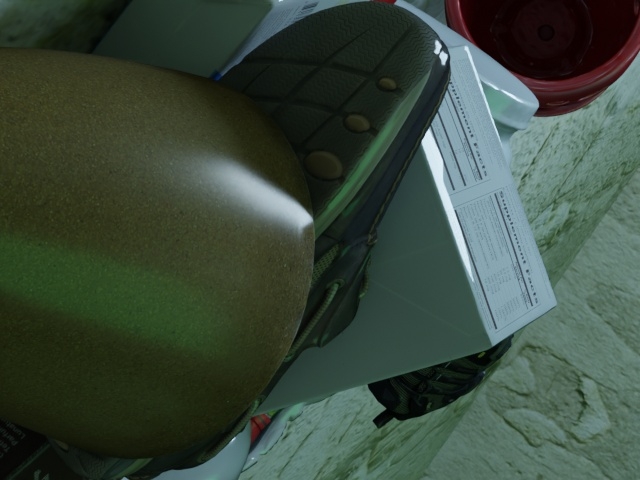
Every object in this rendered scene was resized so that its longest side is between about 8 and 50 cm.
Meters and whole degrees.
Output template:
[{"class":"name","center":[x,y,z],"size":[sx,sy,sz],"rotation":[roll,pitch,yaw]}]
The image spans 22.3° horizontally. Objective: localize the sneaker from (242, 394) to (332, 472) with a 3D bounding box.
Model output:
[{"class":"sneaker","center":[-0.078,0.148,1.737],"size":[0.279,0.107,0.118],"rotation":[-40,133,-15]}]

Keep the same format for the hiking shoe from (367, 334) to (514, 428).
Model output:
[{"class":"hiking shoe","center":[0.102,0.109,1.460],"size":[0.114,0.086,0.227],"rotation":[-37,159,-21]}]

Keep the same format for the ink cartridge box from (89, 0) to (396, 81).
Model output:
[{"class":"ink cartridge box","center":[-0.034,-0.158,1.099],"size":[0.134,0.078,0.231],"rotation":[-46,170,32]}]

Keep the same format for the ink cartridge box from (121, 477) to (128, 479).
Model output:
[{"class":"ink cartridge box","center":[-0.210,0.266,1.336],"size":[0.092,0.158,0.218],"rotation":[-37,-179,-36]}]

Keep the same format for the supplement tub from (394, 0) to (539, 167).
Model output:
[{"class":"supplement tub","center":[0.041,-0.053,1.388],"size":[0.272,0.191,0.191],"rotation":[-55,165,16]}]

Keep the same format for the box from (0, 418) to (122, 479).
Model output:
[{"class":"box","center":[-0.290,0.191,1.099],"size":[0.381,0.143,0.191],"rotation":[-44,164,-32]}]

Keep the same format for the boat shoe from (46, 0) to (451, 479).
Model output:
[{"class":"boat shoe","center":[-0.039,0.004,1.029],"size":[0.355,0.132,0.130],"rotation":[-50,146,12]}]

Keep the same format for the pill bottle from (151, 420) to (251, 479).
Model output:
[{"class":"pill bottle","center":[-0.156,0.194,1.437],"size":[0.169,0.169,0.301],"rotation":[-39,161,-39]}]

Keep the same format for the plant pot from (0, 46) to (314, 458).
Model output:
[{"class":"plant pot","center":[-0.170,-0.009,0.879],"size":[0.237,0.237,0.254],"rotation":[-54,148,11]}]

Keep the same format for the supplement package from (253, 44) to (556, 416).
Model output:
[{"class":"supplement package","center":[0.000,0.000,1.161],"size":[0.262,0.204,0.145],"rotation":[-19,-179,28]}]

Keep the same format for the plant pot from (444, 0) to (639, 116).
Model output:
[{"class":"plant pot","center":[0.214,-0.215,1.533],"size":[0.191,0.191,0.174],"rotation":[-51,172,0]}]
